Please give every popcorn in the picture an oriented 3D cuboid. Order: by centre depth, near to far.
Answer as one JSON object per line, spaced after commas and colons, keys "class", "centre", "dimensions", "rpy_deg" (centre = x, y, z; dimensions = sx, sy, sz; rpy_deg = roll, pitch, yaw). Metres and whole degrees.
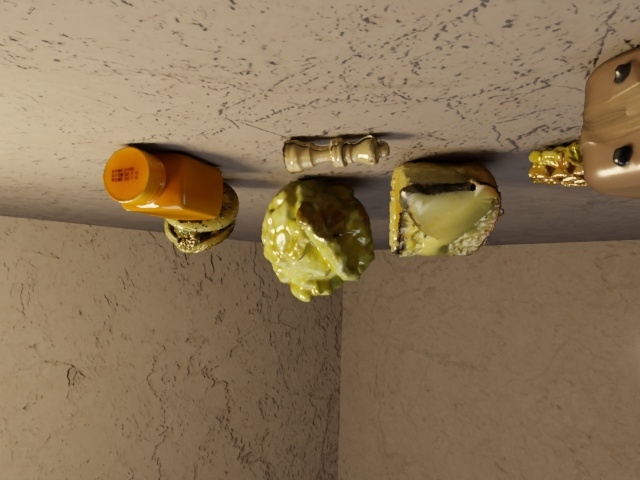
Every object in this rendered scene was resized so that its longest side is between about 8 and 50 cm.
{"class": "popcorn", "centre": [0.003, -0.007, 1.283], "dimensions": [0.293, 0.293, 0.237], "rpy_deg": [5, 132, -34]}

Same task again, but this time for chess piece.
{"class": "chess piece", "centre": [0.027, -0.143, 0.927], "dimensions": [0.172, 0.060, 0.060], "rpy_deg": [-2, 174, 18]}

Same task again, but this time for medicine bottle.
{"class": "medicine bottle", "centre": [-0.304, -0.106, 1.108], "dimensions": [0.149, 0.112, 0.222], "rpy_deg": [0, 175, 20]}

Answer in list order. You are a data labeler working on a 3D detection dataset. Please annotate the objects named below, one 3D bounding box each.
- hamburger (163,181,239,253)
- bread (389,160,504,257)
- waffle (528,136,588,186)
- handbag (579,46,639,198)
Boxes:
{"class": "hamburger", "centre": [-0.280, -0.064, 1.297], "dimensions": [0.185, 0.177, 0.113], "rpy_deg": [9, 144, -5]}
{"class": "bread", "centre": [0.236, -0.071, 1.092], "dimensions": [0.204, 0.163, 0.262], "rpy_deg": [3, 152, 0]}
{"class": "waffle", "centre": [0.474, -0.126, 0.936], "dimensions": [0.253, 0.056, 0.249], "rpy_deg": [3, 175, -3]}
{"class": "handbag", "centre": [0.443, -0.118, 0.539], "dimensions": [0.283, 0.149, 0.302], "rpy_deg": [7, 171, -25]}
